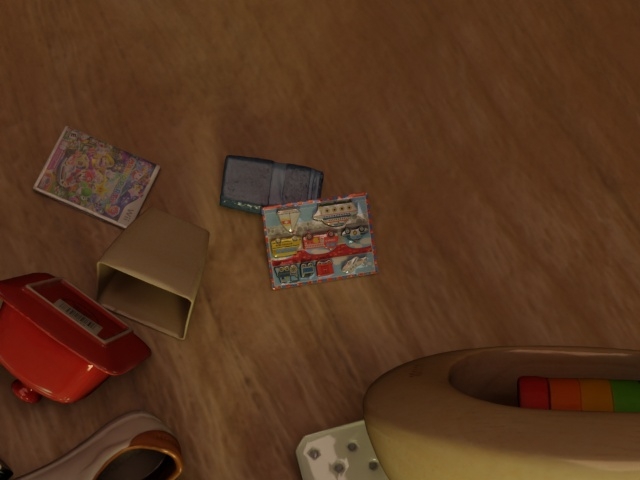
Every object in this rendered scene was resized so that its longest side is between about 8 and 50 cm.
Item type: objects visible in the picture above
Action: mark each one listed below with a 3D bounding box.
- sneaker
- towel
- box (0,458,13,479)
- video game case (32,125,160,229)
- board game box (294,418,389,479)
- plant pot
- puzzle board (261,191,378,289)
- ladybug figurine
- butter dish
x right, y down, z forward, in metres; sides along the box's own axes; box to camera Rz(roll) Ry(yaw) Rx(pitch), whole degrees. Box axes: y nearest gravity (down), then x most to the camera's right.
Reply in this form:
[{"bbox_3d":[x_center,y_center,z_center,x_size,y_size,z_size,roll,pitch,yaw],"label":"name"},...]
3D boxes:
[{"bbox_3d":[-0.262,0.281,1.037,0.290,0.123,0.106,-40,112,-16],"label":"sneaker"},{"bbox_3d":[-0.058,-0.061,1.228,0.119,0.029,0.067,10,76,-6],"label":"towel"},{"bbox_3d":[-0.477,0.272,1.040,0.169,0.087,0.290,44,72,6],"label":"box"},{"bbox_3d":[-0.259,-0.072,1.213,0.122,0.011,0.087,23,72,-1],"label":"video game case"},{"bbox_3d":[0.204,0.356,1.130,0.389,0.050,0.390,-13,76,-11],"label":"board game box"},{"bbox_3d":[-0.177,0.029,1.150,0.109,0.109,0.096,23,60,-1],"label":"plant pot"},{"bbox_3d":[0.000,0.000,1.212,0.128,0.011,0.097,-9,95,-11],"label":"puzzle board"},{"bbox_3d":[0.264,0.207,1.010,0.449,0.305,0.162,1,101,13],"label":"ladybug figurine"},{"bbox_3d":[-0.282,0.118,1.099,0.160,0.160,0.118,36,95,3],"label":"butter dish"}]
